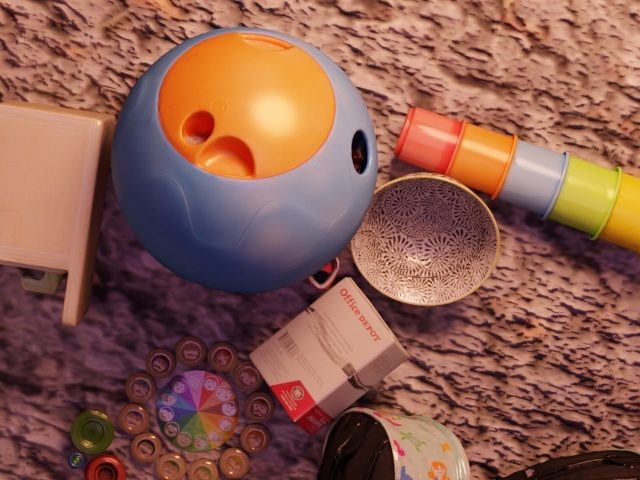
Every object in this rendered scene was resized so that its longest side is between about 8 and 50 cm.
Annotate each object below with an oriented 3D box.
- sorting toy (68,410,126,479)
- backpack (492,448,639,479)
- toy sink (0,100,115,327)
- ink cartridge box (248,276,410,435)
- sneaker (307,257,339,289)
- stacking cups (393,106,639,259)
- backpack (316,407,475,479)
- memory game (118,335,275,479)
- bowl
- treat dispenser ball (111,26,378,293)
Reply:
[{"bbox_3d":[-0.267,0.253,1.982,0.061,0.042,0.102,-15,84,-15],"label":"sorting toy"},{"bbox_3d":[0.300,0.320,1.933,0.188,0.166,0.144,-25,98,5],"label":"backpack"},{"bbox_3d":[-0.316,-0.033,1.892,0.131,0.153,0.234,8,97,-2],"label":"toy sink"},{"bbox_3d":[0.011,0.132,1.934,0.150,0.063,0.109,-38,56,3],"label":"ink cartridge box"},{"bbox_3d":[0.000,0.000,1.943,0.042,0.067,0.118,-3,96,-1],"label":"sneaker"},{"bbox_3d":[0.244,-0.080,1.934,0.316,0.096,0.096,22,95,-1],"label":"stacking cups"},{"bbox_3d":[0.080,0.319,1.903,0.191,0.225,0.253,6,91,-23],"label":"backpack"},{"bbox_3d":[-0.144,0.204,1.989,0.186,0.012,0.186,0,96,-1],"label":"memory game"},{"bbox_3d":[0.120,-0.017,1.926,0.170,0.080,0.170,3,121,5],"label":"bowl"},{"bbox_3d":[-0.082,-0.087,1.822,0.288,0.288,0.288,0,96,-1],"label":"treat dispenser ball"}]
